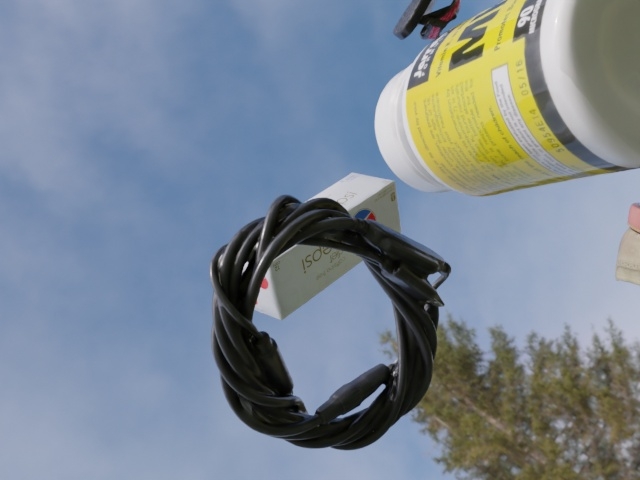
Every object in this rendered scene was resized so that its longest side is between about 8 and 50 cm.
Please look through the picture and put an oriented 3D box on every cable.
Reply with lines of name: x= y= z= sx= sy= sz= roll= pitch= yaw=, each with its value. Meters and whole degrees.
cable: x=0.001 y=0.054 z=0.473 sx=0.184 sy=0.047 sz=0.150 roll=23 pitch=-89 yaw=-38

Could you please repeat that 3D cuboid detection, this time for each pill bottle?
pill bottle: x=0.126 y=-0.091 z=0.483 sx=0.119 sy=0.208 sz=0.119 roll=2 pitch=-95 yaw=-25

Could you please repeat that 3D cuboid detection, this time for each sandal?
sandal: x=0.110 y=-0.218 z=0.715 sx=0.040 sy=0.179 sz=0.067 roll=40 pitch=-63 yaw=-2

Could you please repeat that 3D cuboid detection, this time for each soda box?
soda box: x=0.000 y=0.000 z=0.869 sx=0.216 sy=0.069 sz=0.074 roll=-34 pitch=-55 yaw=-37

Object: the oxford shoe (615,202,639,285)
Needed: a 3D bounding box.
oxford shoe: x=0.511 y=0.070 z=0.928 sx=0.123 sy=0.348 sz=0.130 roll=3 pitch=-68 yaw=-28
